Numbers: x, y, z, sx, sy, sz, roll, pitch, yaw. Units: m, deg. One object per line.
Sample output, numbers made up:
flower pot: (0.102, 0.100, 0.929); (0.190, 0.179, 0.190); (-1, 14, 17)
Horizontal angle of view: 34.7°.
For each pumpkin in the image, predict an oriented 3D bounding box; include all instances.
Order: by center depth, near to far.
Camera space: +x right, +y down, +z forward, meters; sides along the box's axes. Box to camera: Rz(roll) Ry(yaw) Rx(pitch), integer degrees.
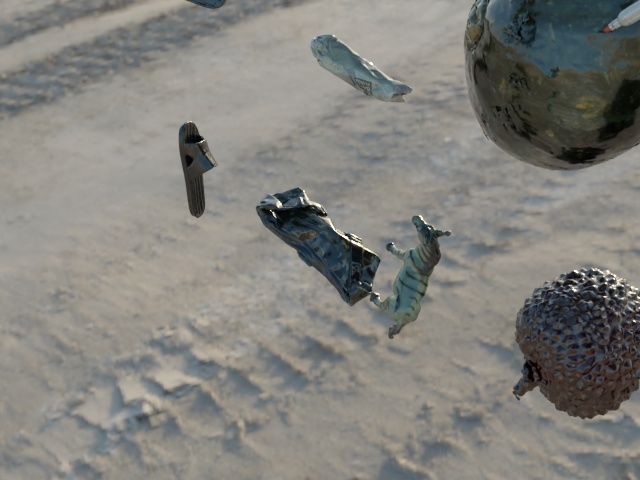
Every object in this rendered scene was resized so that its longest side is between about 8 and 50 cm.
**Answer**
pumpkin: (0.407, -0.333, 1.673); (0.344, 0.454, 0.454); (2, 25, 0)

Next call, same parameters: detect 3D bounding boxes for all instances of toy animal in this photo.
toy animal: (0.153, 0.066, 1.739); (0.073, 0.217, 0.176); (13, 1, -15)

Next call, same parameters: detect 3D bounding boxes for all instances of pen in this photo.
pen: (0.467, -0.333, 1.353); (0.218, 0.026, 0.026); (-30, 10, 38)

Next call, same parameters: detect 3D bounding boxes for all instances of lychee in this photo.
lychee: (0.476, 0.194, 1.894); (0.300, 0.264, 0.264); (-40, 27, 2)

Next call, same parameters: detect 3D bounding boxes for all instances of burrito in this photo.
burrito: (0.066, -0.300, 1.813); (0.203, 0.064, 0.064); (35, 42, 16)

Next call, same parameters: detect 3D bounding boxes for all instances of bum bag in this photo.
bum bag: (0.000, 0.000, 1.696); (0.248, 0.069, 0.102); (45, 39, 11)

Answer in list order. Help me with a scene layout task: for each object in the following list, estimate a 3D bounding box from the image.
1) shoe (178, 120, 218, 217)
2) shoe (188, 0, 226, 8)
shoe: (-0.186, -0.111, 1.620); (0.053, 0.159, 0.062); (6, 23, 20)
shoe: (-0.230, -0.430, 1.667); (0.179, 0.071, 0.049); (26, 15, -1)
